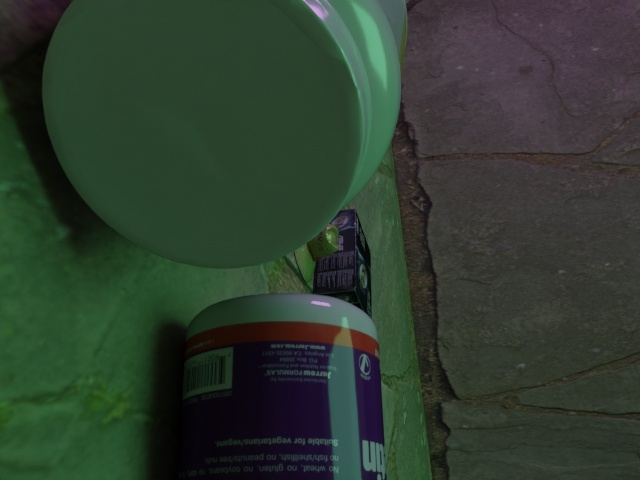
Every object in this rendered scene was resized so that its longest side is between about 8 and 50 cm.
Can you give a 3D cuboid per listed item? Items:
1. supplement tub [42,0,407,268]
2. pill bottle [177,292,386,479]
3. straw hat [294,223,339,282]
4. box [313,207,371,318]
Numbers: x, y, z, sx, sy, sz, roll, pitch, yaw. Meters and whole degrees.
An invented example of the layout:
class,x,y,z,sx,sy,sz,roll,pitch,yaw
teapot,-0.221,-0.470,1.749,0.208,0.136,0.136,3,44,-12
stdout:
class,x,y,z,sx,sy,sz,roll,pitch,yaw
supplement tub,-0.052,-0.147,0.557,0.331,0.241,0.240,-74,154,-60
pill bottle,-0.032,0.218,0.580,0.181,0.182,0.322,57,28,-63
straw hat,0.000,0.000,1.131,0.144,0.061,0.144,-8,90,-78
box,0.044,0.057,1.261,0.147,0.078,0.180,66,21,-51
